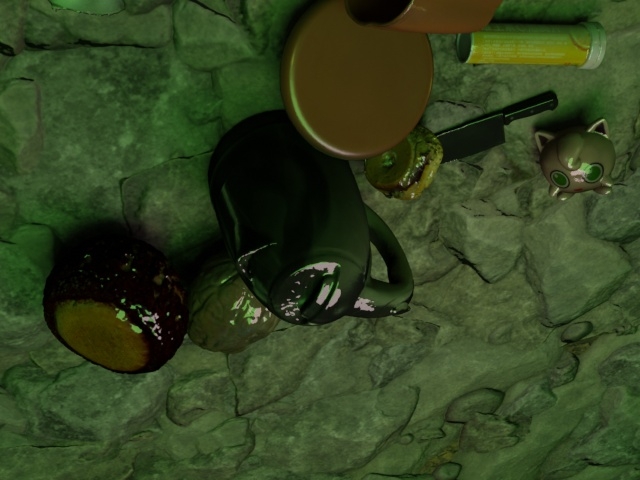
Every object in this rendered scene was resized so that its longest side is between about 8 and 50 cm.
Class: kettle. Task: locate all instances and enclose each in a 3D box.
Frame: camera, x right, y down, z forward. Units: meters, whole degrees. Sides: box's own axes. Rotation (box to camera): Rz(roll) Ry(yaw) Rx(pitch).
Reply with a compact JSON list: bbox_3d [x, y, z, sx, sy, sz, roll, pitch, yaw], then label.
[{"bbox_3d":[0.000,0.000,1.332,0.321,0.324,0.228,19,122,-30],"label":"kettle"}]

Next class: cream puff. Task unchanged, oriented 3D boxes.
[{"bbox_3d":[0.135,-0.128,1.408,0.133,0.119,0.104,-34,154,28],"label":"cream puff"},{"bbox_3d":[-0.316,0.097,1.409,0.239,0.164,0.239,12,136,12],"label":"cream puff"}]

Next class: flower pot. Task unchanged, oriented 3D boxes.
[{"bbox_3d":[0.147,-0.357,1.182,0.173,0.190,0.190,5,129,-39],"label":"flower pot"}]

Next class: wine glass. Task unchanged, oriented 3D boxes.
[{"bbox_3d":[-0.276,-0.375,1.065,0.122,0.122,0.182,7,126,-22],"label":"wine glass"}]

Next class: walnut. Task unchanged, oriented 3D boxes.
[{"bbox_3d":[-0.147,0.105,1.490,0.178,0.178,0.230,12,141,-26],"label":"walnut"}]

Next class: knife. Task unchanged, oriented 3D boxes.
[{"bbox_3d":[0.279,-0.180,1.475,0.245,0.019,0.072,-20,137,4],"label":"knife"}]

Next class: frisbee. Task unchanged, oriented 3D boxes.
[{"bbox_3d":[0.058,-0.238,1.278,0.251,0.021,0.250,-7,106,-25],"label":"frisbee"}]

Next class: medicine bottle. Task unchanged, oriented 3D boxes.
[{"bbox_3d":[0.318,-0.297,1.346,0.218,0.074,0.073,-2,130,-14],"label":"medicine bottle"}]

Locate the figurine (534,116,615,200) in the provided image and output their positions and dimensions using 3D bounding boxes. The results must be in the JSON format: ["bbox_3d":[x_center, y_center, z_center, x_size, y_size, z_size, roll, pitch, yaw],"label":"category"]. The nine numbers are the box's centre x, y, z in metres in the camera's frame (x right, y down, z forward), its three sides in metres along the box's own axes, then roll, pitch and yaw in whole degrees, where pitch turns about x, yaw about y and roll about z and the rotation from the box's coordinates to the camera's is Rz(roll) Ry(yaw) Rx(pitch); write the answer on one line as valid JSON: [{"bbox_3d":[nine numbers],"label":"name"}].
[{"bbox_3d":[0.430,-0.135,1.487,0.125,0.125,0.138,-21,120,1],"label":"figurine"}]
